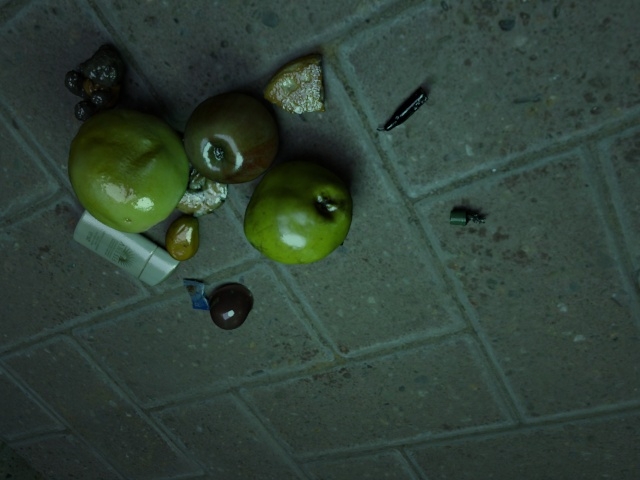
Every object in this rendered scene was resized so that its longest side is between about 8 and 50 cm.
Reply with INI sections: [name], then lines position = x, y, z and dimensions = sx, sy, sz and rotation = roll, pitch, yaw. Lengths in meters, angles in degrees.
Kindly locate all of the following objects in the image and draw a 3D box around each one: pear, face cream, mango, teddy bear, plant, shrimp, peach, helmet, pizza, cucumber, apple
[pear]
position = -0.083, -0.070, 1.590
dimensions = 0.375, 0.287, 0.287
rotation = -7, 125, 46
[face cream]
position = -0.659, 0.030, 1.916
dimensions = 0.348, 0.081, 0.173
rotation = 34, 125, -10
[mango]
position = -0.450, -0.008, 1.833
dimensions = 0.115, 0.089, 0.165
rotation = 10, 123, 6
[teddy bear]
position = -0.607, -0.438, 1.555
dimensions = 0.140, 0.177, 0.190
rotation = -1, 142, -43
[plant]
position = 0.419, -0.064, 1.596
dimensions = 0.102, 0.051, 0.051
rotation = 2, 124, 8
[shrimp]
position = -0.437, -0.226, 1.700
dimensions = 0.365, 0.071, 0.233
rotation = 42, 114, -14
[peach]
position = -0.523, -0.190, 1.540
dimensions = 0.315, 0.314, 0.281
rotation = 35, 165, -13
[helmet]
position = -0.309, 0.245, 1.951
dimensions = 0.155, 0.106, 0.175
rotation = 38, 113, -25
[pizza]
position = -0.043, -0.399, 1.481
dimensions = 0.161, 0.062, 0.182
rotation = 46, 118, -9
[cucumber]
position = 0.213, -0.330, 1.472
dimensions = 0.043, 0.039, 0.163
rotation = 49, 122, 5
[apple]
position = -0.240, -0.264, 1.515
dimensions = 0.256, 0.234, 0.257
rotation = 5, 126, 7

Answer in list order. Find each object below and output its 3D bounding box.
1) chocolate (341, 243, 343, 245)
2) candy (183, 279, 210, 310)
[chocolate]
position = 0.000, -0.004, 1.739
dimensions = 0.147, 0.070, 0.072
rotation = -15, 91, 22
[candy]
position = -0.432, 0.195, 2.002
dimensions = 0.088, 0.038, 0.136
rotation = 5, 125, 25
